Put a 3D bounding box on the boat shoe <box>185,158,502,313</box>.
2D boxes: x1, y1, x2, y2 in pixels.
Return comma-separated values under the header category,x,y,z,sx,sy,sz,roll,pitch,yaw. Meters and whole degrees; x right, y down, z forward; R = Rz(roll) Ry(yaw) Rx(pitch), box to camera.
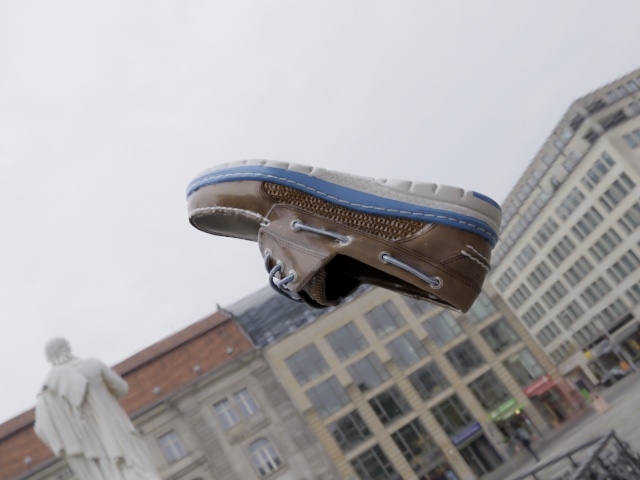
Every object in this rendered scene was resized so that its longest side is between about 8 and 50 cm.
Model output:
category,x,y,z,sx,sy,sz,roll,pitch,yaw
boat shoe,0.000,0.000,0.402,0.066,0.183,0.066,43,-123,-58
